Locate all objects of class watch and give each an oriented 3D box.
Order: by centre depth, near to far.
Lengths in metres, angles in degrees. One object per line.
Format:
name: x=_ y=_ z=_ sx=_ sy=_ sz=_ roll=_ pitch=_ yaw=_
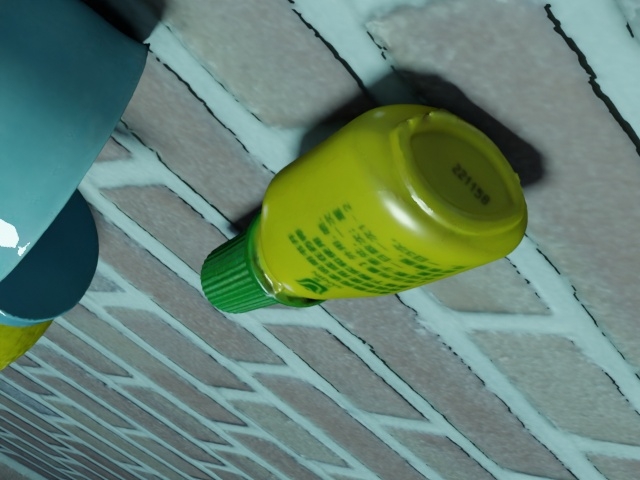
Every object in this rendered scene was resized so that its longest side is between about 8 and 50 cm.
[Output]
watch: x=-0.184 y=-0.067 z=0.554 sx=0.211 sy=0.211 sz=0.193 roll=36 pitch=139 yaw=-22

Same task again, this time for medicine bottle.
medicine bottle: x=0.000 y=0.000 z=0.613 sx=0.111 sy=0.076 sz=0.309 roll=35 pitch=153 yaw=-17

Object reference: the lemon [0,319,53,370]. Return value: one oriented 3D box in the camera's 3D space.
lemon: x=-0.303 y=0.021 z=0.800 sx=0.192 sy=0.192 sz=0.231 roll=34 pitch=141 yaw=-20
